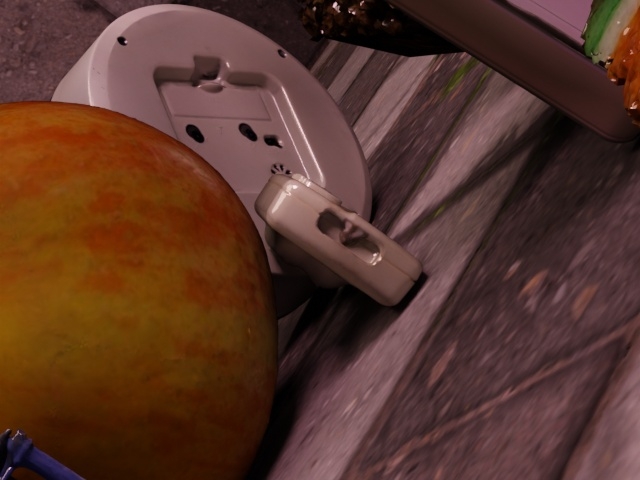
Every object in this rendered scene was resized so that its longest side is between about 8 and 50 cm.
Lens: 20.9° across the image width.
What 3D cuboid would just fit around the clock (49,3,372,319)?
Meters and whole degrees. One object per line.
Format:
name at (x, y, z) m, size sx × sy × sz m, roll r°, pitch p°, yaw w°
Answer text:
clock at (-0.074, -0.056, 1.203) m, size 0.083 × 0.230 × 0.230 m, roll -46°, pitch 10°, yaw 37°

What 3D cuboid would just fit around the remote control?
remote control at (0.001, -0.001, 1.019) m, size 0.049 × 0.090 × 0.230 m, roll -54°, pitch 5°, yaw -1°

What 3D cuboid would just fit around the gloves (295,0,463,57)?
gloves at (0.129, -0.182, 0.878) m, size 0.312 × 0.135 × 0.210 m, roll -33°, pitch 27°, yaw 4°

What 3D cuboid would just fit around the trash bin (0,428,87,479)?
trash bin at (-0.153, 0.214, 0.708) m, size 0.184 × 0.162 × 0.234 m, roll -49°, pitch 13°, yaw 26°

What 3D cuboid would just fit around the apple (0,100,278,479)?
apple at (-0.174, 0.063, 0.983) m, size 0.301 × 0.301 × 0.301 m, roll -52°, pitch 7°, yaw 9°

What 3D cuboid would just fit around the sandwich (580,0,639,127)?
sandwich at (0.162, -0.082, 0.471) m, size 0.235 × 0.079 × 0.159 m, roll -51°, pitch 16°, yaw 41°

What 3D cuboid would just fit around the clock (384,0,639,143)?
clock at (0.126, -0.155, 0.730) m, size 0.192 × 0.147 × 0.071 m, roll -55°, pitch -7°, yaw -17°
